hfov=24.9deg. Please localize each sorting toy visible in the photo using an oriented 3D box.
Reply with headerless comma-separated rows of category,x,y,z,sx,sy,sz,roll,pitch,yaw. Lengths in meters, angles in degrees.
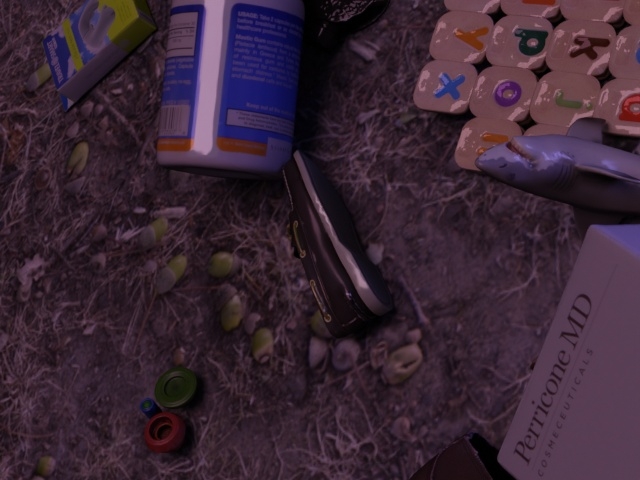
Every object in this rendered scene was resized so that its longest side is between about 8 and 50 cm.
sorting toy,-0.166,0.194,1.613,0.061,0.042,0.102,3,58,25

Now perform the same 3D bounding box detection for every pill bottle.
pill bottle,-0.097,-0.209,1.627,0.152,0.152,0.272,4,87,41

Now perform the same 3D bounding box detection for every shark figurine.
shark figurine,0.287,-0.021,1.315,0.278,0.166,0.116,23,118,19

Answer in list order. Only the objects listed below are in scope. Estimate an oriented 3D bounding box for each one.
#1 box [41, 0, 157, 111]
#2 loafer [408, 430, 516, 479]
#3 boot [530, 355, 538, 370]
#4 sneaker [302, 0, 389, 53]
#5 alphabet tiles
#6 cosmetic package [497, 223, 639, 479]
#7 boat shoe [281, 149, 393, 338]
box,-0.306,-0.269,1.953,0.178,0.042,0.109,-39,49,18
loafer,0.201,0.259,1.199,0.366,0.134,0.130,27,88,44
boot,0.251,0.079,1.317,0.118,0.042,0.087,-5,60,37
sneaker,-0.005,-0.276,1.699,0.170,0.051,0.089,32,91,40
alphabet tiles,0.233,-0.194,1.462,0.278,0.021,0.284,10,77,36
cosmetic package,0.357,0.186,1.037,0.453,0.161,0.230,39,120,45
boat shoe,0.000,0.000,1.533,0.069,0.081,0.227,-37,52,15
